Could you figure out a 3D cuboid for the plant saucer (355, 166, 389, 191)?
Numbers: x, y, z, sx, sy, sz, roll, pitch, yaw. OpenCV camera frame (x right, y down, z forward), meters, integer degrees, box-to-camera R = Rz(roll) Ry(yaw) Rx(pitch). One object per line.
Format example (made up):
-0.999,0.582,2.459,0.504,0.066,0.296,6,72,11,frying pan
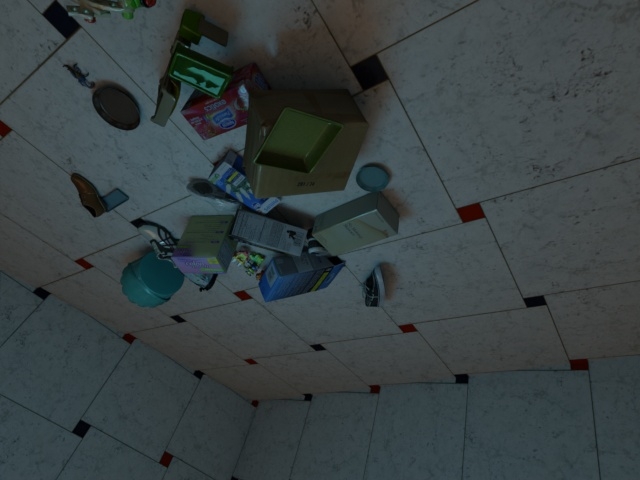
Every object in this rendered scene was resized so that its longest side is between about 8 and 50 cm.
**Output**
0.188,-0.226,1.462,0.119,0.021,0.119,8,141,7,plant saucer

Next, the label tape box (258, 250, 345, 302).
-0.088,0.156,1.892,0.348,0.115,0.249,-11,152,-31,label tape box

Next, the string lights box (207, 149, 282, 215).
-0.282,-0.217,1.557,0.260,0.076,0.133,34,136,-24,string lights box

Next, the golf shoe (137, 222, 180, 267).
-0.760,0.018,1.939,0.273,0.120,0.105,37,136,-25,golf shoe

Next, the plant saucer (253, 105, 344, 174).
-0.063,-0.267,1.062,0.188,0.045,0.188,4,141,-38,plant saucer

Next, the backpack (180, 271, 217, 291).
-0.614,0.152,2.055,0.115,0.152,0.182,-37,118,25,backpack

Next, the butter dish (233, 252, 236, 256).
-0.512,0.068,1.928,0.160,0.118,0.160,-10,135,26,butter dish

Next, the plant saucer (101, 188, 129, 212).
-0.941,-0.180,1.829,0.192,0.018,0.067,-18,131,34,plant saucer

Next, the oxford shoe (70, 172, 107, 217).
-1.031,-0.195,1.781,0.076,0.076,0.212,-7,124,28,oxford shoe

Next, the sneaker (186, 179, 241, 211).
-0.436,-0.167,1.654,0.232,0.090,0.115,19,144,-6,sneaker

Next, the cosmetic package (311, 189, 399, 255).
0.137,-0.062,1.601,0.309,0.113,0.160,-21,130,35,cosmetic package

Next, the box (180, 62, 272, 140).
-0.288,-0.430,1.265,0.257,0.128,0.122,-12,137,27,box

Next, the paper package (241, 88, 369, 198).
-0.060,-0.290,1.237,0.325,0.168,0.309,-10,148,-22,paper package

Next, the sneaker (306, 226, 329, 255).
0.000,0.000,1.744,0.079,0.121,0.217,-10,170,14,sneaker

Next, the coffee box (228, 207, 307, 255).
-0.219,-0.025,1.678,0.297,0.118,0.168,17,173,-8,coffee box

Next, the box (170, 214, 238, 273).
-0.488,0.016,1.762,0.214,0.243,0.117,-1,138,15,box

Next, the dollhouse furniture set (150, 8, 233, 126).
-0.382,-0.479,1.203,0.151,0.197,0.301,16,146,-29,dollhouse furniture set

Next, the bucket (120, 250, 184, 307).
-0.850,0.195,2.067,0.183,0.281,0.281,-29,125,36,bucket

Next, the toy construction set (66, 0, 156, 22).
-0.526,-0.667,0.989,0.151,0.215,0.328,53,144,4,toy construction set

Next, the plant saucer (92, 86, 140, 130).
-0.709,-0.465,1.418,0.168,0.029,0.168,8,141,7,plant saucer

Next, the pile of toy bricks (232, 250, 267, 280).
-0.313,0.108,1.953,0.212,0.118,0.105,41,99,-17,pile of toy bricks

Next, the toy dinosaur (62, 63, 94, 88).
-0.799,-0.548,1.352,0.090,0.047,0.082,33,160,30,toy dinosaur

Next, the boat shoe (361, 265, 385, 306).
0.245,0.226,1.913,0.105,0.113,0.306,-7,148,2,boat shoe
